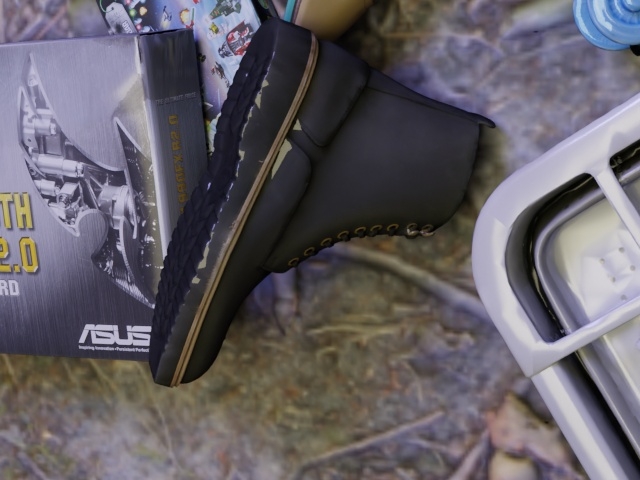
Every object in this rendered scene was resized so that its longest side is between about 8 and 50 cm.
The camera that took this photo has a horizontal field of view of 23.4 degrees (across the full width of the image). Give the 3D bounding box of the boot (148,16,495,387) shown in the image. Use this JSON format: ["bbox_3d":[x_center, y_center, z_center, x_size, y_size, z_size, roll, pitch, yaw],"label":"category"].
[{"bbox_3d":[0.000,0.000,0.811,0.137,0.077,0.198,19,104,-20],"label":"boot"}]

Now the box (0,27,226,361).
[{"bbox_3d":[-0.171,-0.026,0.908,0.231,0.056,0.183,1,103,30],"label":"box"}]

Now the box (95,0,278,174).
[{"bbox_3d":[-0.066,-0.107,0.882,0.094,0.027,0.137,-24,88,27],"label":"box"}]

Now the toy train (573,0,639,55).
[{"bbox_3d":[0.138,-0.171,0.743,0.105,0.080,0.184,-41,91,5],"label":"toy train"}]

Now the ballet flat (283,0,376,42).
[{"bbox_3d":[0.041,-0.196,0.796,0.073,0.080,0.232,17,107,5],"label":"ballet flat"}]

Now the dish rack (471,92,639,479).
[{"bbox_3d":[0.261,0.060,0.735,0.285,0.072,0.333,-33,84,24],"label":"dish rack"}]
